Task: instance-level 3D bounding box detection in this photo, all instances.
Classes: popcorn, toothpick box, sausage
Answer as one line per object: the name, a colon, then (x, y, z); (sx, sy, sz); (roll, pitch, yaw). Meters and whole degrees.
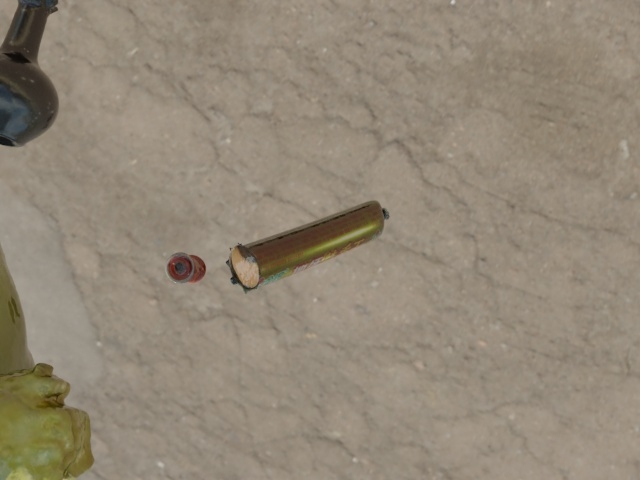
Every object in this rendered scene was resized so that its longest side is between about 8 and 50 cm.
popcorn: (-0.312, 0.174, 0.819); (0.168, 0.195, 0.173); (16, 94, 30)
toothpick box: (-0.204, 0.043, 1.402); (0.047, 0.047, 0.083); (27, 180, 6)
sausage: (0.000, 0.000, 1.505); (0.082, 0.372, 0.082); (15, 114, 38)

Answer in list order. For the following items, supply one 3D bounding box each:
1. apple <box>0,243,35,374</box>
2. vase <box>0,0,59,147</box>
apple: (-0.579, 0.125, 1.127); (0.474, 0.473, 0.473); (17, 136, 17)
vase: (-0.343, -0.201, 1.035); (0.120, 0.182, 0.120); (15, 170, 3)
